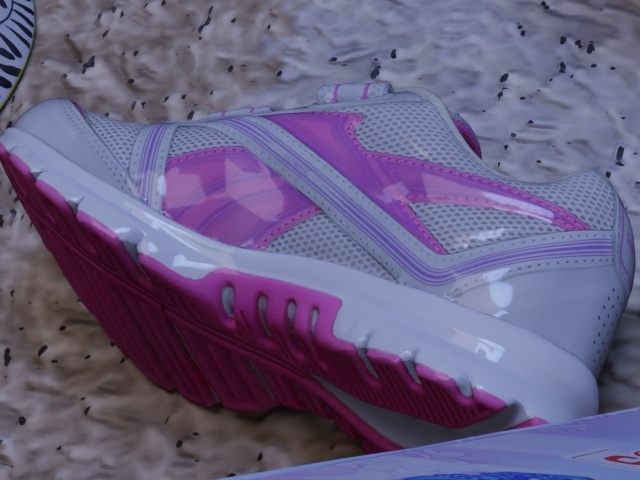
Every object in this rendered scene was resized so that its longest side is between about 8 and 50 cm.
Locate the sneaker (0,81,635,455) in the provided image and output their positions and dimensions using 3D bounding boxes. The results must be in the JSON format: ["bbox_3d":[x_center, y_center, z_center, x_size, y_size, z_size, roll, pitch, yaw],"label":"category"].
[{"bbox_3d":[0.000,0.000,0.641,0.252,0.103,0.111,23,61,27],"label":"sneaker"}]

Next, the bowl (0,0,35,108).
[{"bbox_3d":[-0.217,-0.097,0.812,0.170,0.080,0.170,-12,50,14],"label":"bowl"}]

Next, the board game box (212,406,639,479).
[{"bbox_3d":[0.176,0.095,0.358,0.318,0.318,0.066,9,93,29],"label":"board game box"}]
